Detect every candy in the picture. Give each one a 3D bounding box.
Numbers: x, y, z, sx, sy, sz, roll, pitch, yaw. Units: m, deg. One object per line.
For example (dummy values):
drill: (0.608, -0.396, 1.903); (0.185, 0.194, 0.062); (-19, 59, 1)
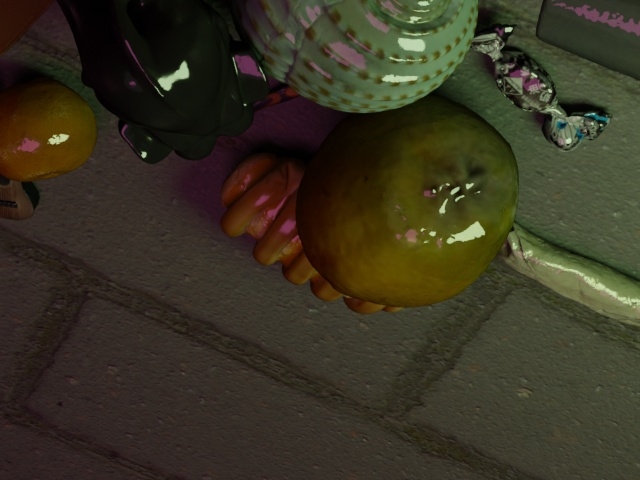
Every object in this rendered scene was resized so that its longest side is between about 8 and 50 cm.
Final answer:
candy: (0.269, -0.196, 2.032); (0.226, 0.051, 0.094); (37, 122, -22)

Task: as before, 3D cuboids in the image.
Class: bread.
bread: (0.000, 0.000, 2.244); (0.311, 0.121, 0.173); (28, 142, -11)

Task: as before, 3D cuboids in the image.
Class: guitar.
guitar: (-0.459, -0.136, 2.308); (0.084, 0.038, 0.271); (7, 137, 9)

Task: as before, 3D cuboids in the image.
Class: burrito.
burrito: (0.361, 0.052, 2.237); (0.275, 0.059, 0.082); (26, 149, -9)

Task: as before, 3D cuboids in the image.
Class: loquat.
loquat: (0.107, -0.052, 2.054); (0.276, 0.276, 0.284); (33, 158, -16)

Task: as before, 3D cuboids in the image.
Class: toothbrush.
toothbrush: (-0.034, -0.198, 2.129); (0.321, 0.031, 0.023); (-19, 97, 30)

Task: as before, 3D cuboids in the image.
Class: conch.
conch: (0.014, -0.273, 1.923); (0.303, 0.215, 0.319); (45, 129, -12)

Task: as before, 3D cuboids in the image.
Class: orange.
orange: (-0.384, -0.152, 2.204); (0.159, 0.159, 0.136); (-19, 86, 31)

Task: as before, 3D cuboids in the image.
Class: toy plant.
toy plant: (0.457, -0.247, 1.825); (0.400, 0.279, 0.185); (19, 175, 8)

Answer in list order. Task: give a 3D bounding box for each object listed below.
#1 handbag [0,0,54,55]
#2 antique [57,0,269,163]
handbag: (-0.384, -0.430, 1.944); (0.283, 0.133, 0.401); (41, 131, -16)
antique: (-0.194, -0.230, 1.890); (0.185, 0.322, 0.255); (-33, 81, 8)
